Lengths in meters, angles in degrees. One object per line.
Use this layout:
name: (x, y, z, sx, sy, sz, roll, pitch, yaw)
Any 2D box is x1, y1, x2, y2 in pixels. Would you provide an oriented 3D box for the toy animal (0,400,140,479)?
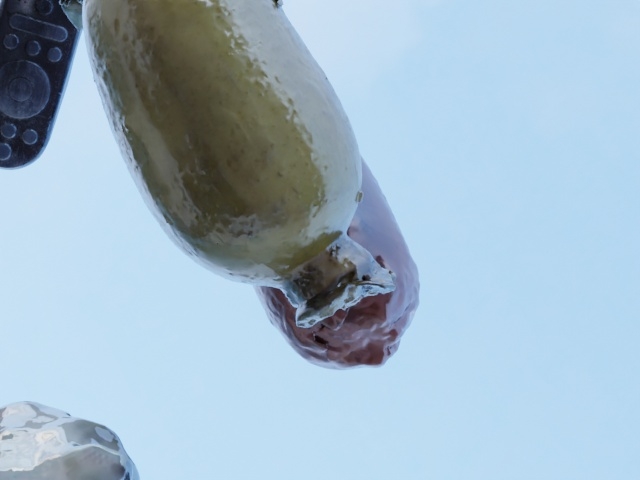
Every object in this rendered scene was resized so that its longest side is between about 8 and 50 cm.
toy animal: (-0.210, 0.110, 0.986, 0.188, 0.266, 0.308, 22, -53, 27)

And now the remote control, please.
remote control: (-0.284, -0.201, 1.886, 0.066, 0.090, 0.266, -148, -105, -72)

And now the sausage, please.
sausage: (0.000, 0.000, 1.792, 0.152, 0.152, 0.280, -63, -144, 38)

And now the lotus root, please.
lotus root: (-0.065, -0.080, 1.204, 0.303, 0.130, 0.146, 62, -24, 6)

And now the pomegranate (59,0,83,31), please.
pomegranate: (-0.153, -0.246, 1.382, 0.148, 0.148, 0.169, -33, -123, 44)
